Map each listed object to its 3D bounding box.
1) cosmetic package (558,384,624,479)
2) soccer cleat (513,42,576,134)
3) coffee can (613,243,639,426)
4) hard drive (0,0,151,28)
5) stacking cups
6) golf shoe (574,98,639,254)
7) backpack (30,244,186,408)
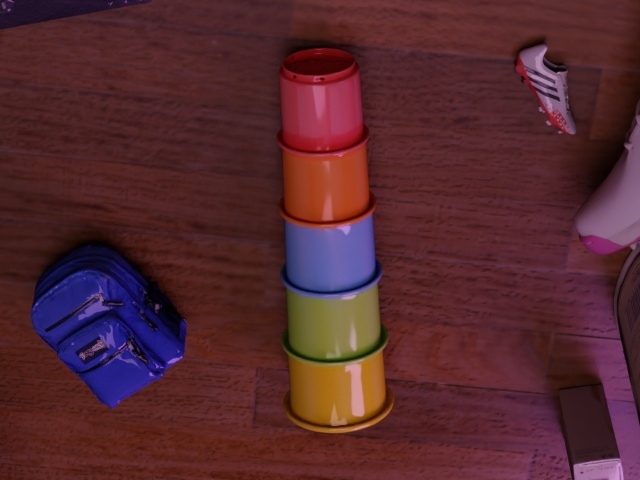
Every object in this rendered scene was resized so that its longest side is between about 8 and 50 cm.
[{"bbox_3d":[0.231,0.179,1.677,0.041,0.115,0.060,-8,120,4],"label":"cosmetic package"},{"bbox_3d":[0.186,-0.120,1.561,0.036,0.029,0.083,-29,110,21],"label":"soccer cleat"},{"bbox_3d":[0.346,0.115,1.547,0.202,0.275,0.201,1,120,1],"label":"coffee can"},{"bbox_3d":[-0.189,-0.239,1.397,0.172,0.054,0.254,-12,159,-13],"label":"hard drive"},{"bbox_3d":[0.000,0.000,1.601,0.096,0.096,0.316,-5,116,4],"label":"stacking cups"},{"bbox_3d":[0.290,-0.123,1.523,0.140,0.115,0.306,41,106,-8],"label":"golf shoe"},{"bbox_3d":[-0.179,0.068,1.633,0.098,0.101,0.120,-34,110,11],"label":"backpack"}]
